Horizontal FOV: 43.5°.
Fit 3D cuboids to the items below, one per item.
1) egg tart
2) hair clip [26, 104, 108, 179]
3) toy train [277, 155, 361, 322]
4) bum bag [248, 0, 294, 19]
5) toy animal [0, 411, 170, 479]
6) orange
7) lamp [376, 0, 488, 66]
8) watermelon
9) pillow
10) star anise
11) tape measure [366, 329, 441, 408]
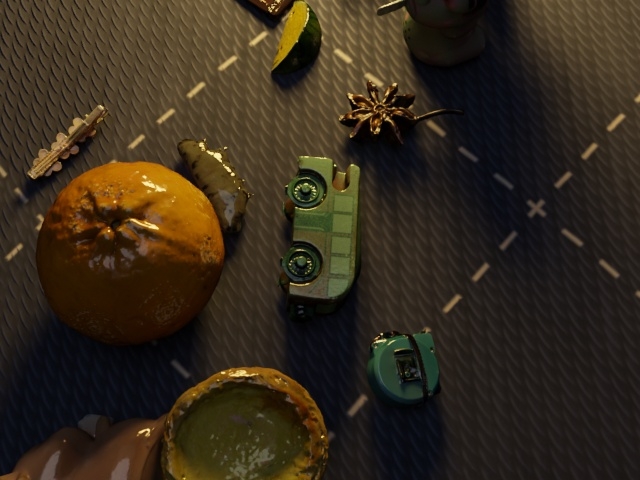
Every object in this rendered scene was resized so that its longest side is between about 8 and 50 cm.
[{"bbox_3d":[-0.132,0.358,1.385,0.294,0.123,0.294,2,76,-9],"label":"egg tart"},{"bbox_3d":[-0.527,-0.206,1.678,0.062,0.056,0.214,44,85,1],"label":"hair clip"},{"bbox_3d":[0.000,0.000,1.528,0.159,0.129,0.326,4,68,-2],"label":"toy train"},{"bbox_3d":[-0.126,-0.569,1.812,0.159,0.026,0.109,37,75,21],"label":"bum bag"},{"bbox_3d":[-0.389,0.392,1.362,0.256,0.195,0.213,0,44,6],"label":"toy animal"},{"bbox_3d":[-0.344,0.018,1.448,0.340,0.293,0.341,-2,70,5],"label":"orange"},{"bbox_3d":[0.219,-0.487,1.610,0.247,0.301,0.247,-17,69,0],"label":"lamp"},{"bbox_3d":[-0.047,-0.447,1.730,0.092,0.075,0.182,15,72,13],"label":"watermelon"},{"bbox_3d":[-0.205,-0.124,1.625,0.093,0.051,0.241,-30,69,-3],"label":"pillow"},{"bbox_3d":[0.150,-0.246,1.636,0.234,0.073,0.177,26,63,29],"label":"star anise"},{"bbox_3d":[0.148,0.234,1.450,0.125,0.081,0.146,-5,71,-18],"label":"tape measure"}]
